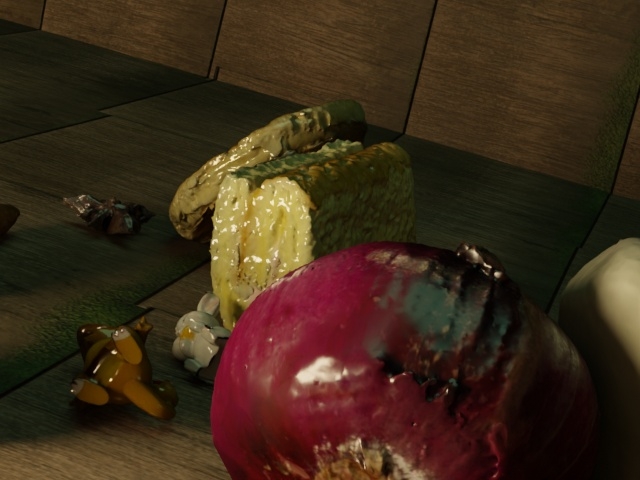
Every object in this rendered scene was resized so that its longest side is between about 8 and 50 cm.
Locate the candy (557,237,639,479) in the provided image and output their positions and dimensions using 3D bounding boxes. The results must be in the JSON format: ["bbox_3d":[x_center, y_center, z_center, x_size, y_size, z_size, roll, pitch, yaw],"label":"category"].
[{"bbox_3d":[0.337,0.179,1.275,0.186,0.427,0.386,-31,53,-12],"label":"candy"}]

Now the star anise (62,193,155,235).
[{"bbox_3d":[-0.323,-0.040,2.034,0.129,0.056,0.124,16,16,8],"label":"star anise"}]

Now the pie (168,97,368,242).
[{"bbox_3d":[-0.077,-0.101,2.062,0.083,0.339,0.339,58,28,9],"label":"pie"}]

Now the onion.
[{"bbox_3d":[0.094,0.128,1.253,0.347,0.348,0.385,18,39,14],"label":"onion"}]

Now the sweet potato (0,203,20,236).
[{"bbox_3d":[-0.462,-0.015,1.844,0.055,0.058,0.202,56,20,-7],"label":"sweet potato"}]

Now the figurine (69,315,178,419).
[{"bbox_3d":[-0.206,0.142,1.475,0.122,0.121,0.176,39,-1,-17],"label":"figurine"}]

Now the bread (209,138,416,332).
[{"bbox_3d":[0.000,0.000,1.849,0.165,0.237,0.375,8,15,25],"label":"bread"}]

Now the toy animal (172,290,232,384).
[{"bbox_3d":[-0.137,0.115,1.625,0.085,0.071,0.124,2,20,-34],"label":"toy animal"}]
